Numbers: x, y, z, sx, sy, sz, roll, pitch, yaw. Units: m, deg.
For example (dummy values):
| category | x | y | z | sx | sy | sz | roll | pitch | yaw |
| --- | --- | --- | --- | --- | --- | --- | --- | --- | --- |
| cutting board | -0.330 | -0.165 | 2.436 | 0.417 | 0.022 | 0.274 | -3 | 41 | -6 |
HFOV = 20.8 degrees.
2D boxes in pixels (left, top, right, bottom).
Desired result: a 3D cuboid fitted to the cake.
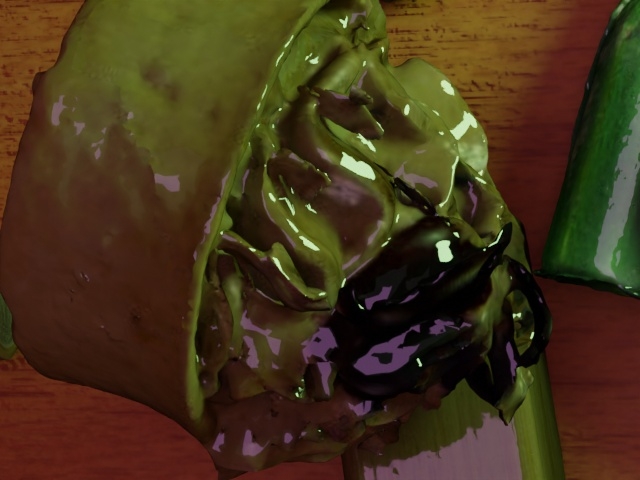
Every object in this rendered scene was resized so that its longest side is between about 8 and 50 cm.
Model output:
| category | x | y | z | sx | sy | sz | roll | pitch | yaw |
| --- | --- | --- | --- | --- | --- | --- | --- | --- | --- |
| cake | 0.003 | -0.008 | 1.116 | 0.321 | 0.332 | 0.332 | 18 | 92 | 14 |

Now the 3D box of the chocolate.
| category | x | y | z | sx | sy | sz | roll | pitch | yaw |
| --- | --- | --- | --- | --- | --- | --- | --- | --- | --- |
| chocolate | 0.248 | -0.101 | 1.328 | 0.110 | 0.110 | 0.291 | 14 | 89 | 15 |

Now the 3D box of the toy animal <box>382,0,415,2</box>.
| category | x | y | z | sx | sy | sz | roll | pitch | yaw |
| --- | --- | --- | --- | --- | --- | --- | --- | --- | --- |
| toy animal | 0.076 | -0.250 | 1.385 | 0.137 | 0.098 | 0.098 | -30 | 80 | -12 |

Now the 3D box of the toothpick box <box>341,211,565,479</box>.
| category | x | y | z | sx | sy | sz | roll | pitch | yaw |
| --- | --- | --- | --- | --- | --- | --- | --- | --- | --- |
| toothpick box | 0.097 | 0.140 | 1.317 | 0.190 | 0.187 | 0.308 | -11 | 81 | 15 |

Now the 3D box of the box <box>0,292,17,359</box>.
| category | x | y | z | sx | sy | sz | roll | pitch | yaw |
| --- | --- | --- | --- | --- | --- | --- | --- | --- | --- |
| box | -0.278 | 0.049 | 1.451 | 0.037 | 0.105 | 0.106 | -3 | 87 | 8 |
